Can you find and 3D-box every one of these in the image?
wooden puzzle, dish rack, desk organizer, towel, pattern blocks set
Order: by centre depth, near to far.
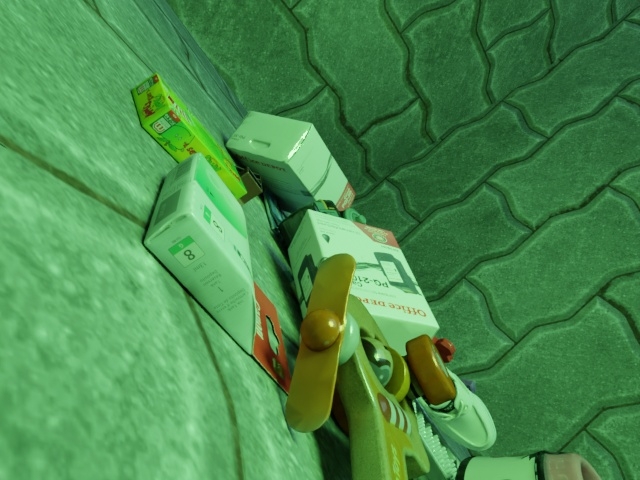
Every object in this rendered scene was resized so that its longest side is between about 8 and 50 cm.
[{"bbox_3d":[-0.027,0.108,0.796,0.116,0.014,0.078,60,1,37],"label":"wooden puzzle"},{"bbox_3d":[0.167,0.348,0.801,0.333,0.072,0.285,58,5,12],"label":"dish rack"},{"bbox_3d":[-0.138,-0.106,0.868,0.047,0.050,0.130,55,5,-22],"label":"desk organizer"},{"bbox_3d":[-0.024,0.038,1.170,0.336,0.040,0.243,54,4,-27],"label":"towel"},{"bbox_3d":[0.254,0.314,1.245,0.324,0.026,0.285,4,-48,54],"label":"pattern blocks set"}]

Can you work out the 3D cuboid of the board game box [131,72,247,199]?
[{"bbox_3d":[-0.179,-0.134,0.675,0.181,0.043,0.092,51,8,-51],"label":"board game box"}]

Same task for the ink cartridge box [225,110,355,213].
[{"bbox_3d":[-0.064,-0.169,1.178,0.207,0.117,0.283,21,-18,34],"label":"ink cartridge box"}]

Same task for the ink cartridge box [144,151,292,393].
[{"bbox_3d":[-0.081,0.031,0.506,0.225,0.056,0.181,53,6,-27],"label":"ink cartridge box"}]

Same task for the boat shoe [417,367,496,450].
[{"bbox_3d":[0.224,0.281,0.874,0.268,0.096,0.088,54,8,-1],"label":"boat shoe"}]

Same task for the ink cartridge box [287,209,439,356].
[{"bbox_3d":[0.057,0.072,0.762,0.171,0.100,0.237,13,33,-23],"label":"ink cartridge box"}]

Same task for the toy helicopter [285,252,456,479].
[{"bbox_3d":[0.047,0.165,0.464,0.235,0.140,0.355,60,13,-20],"label":"toy helicopter"}]

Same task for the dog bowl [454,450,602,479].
[{"bbox_3d":[0.328,0.453,0.583,0.408,0.150,0.408,46,25,-29],"label":"dog bowl"}]

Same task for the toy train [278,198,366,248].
[{"bbox_3d":[0.043,0.066,0.974,0.190,0.142,0.334,-3,65,-59],"label":"toy train"}]
